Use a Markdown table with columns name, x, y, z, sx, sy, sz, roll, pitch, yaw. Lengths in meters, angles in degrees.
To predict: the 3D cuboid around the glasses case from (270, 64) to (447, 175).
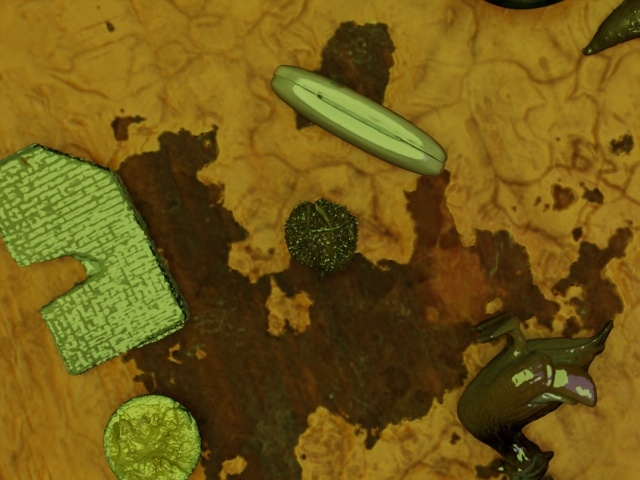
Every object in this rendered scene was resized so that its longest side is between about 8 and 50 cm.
| name | x | y | z | sx | sy | sz | roll | pitch | yaw |
| --- | --- | --- | --- | --- | --- | --- | --- | --- | --- |
| glasses case | 0.040 | -0.125 | 1.811 | 0.204 | 0.081 | 0.051 | 28 | 91 | 0 |

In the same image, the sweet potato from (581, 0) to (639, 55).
| name | x | y | z | sx | sy | sz | roll | pitch | yaw |
| --- | --- | --- | --- | --- | --- | --- | --- | --- | --- |
| sweet potato | 0.366 | -0.243 | 1.802 | 0.206 | 0.060 | 0.068 | -23 | 56 | 13 |

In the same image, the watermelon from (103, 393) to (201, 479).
| name | x | y | z | sx | sy | sz | roll | pitch | yaw |
| --- | --- | --- | --- | --- | --- | --- | --- | --- | --- |
| watermelon | -0.178 | 0.212 | 1.839 | 0.105 | 0.062 | 0.105 | 0 | 96 | -3 |

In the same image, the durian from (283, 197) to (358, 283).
| name | x | y | z | sx | sy | sz | roll | pitch | yaw |
| --- | --- | --- | --- | --- | --- | --- | --- | --- | --- |
| durian | 0.000 | 0.000 | 1.819 | 0.080 | 0.080 | 0.091 | 6 | 95 | 3 |

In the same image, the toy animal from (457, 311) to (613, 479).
| name | x | y | z | sx | sy | sz | roll | pitch | yaw |
| --- | --- | --- | --- | --- | --- | --- | --- | --- | --- |
| toy animal | 0.234 | 0.158 | 1.808 | 0.188 | 0.089 | 0.179 | -22 | 95 | 3 |

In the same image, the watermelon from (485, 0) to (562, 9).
| name | x | y | z | sx | sy | sz | roll | pitch | yaw |
| --- | --- | --- | --- | --- | --- | --- | --- | --- | --- |
| watermelon | 0.199 | -0.326 | 1.743 | 0.215 | 0.188 | 0.188 | -10 | 91 | -3 |

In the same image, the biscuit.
| name | x | y | z | sx | sy | sz | roll | pitch | yaw |
| --- | --- | --- | --- | --- | --- | --- | --- | --- | --- |
| biscuit | -0.256 | 0.010 | 1.846 | 0.147 | 0.046 | 0.250 | -28 | 91 | 5 |

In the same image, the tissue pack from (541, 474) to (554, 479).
| name | x | y | z | sx | sy | sz | roll | pitch | yaw |
| --- | --- | --- | --- | --- | --- | --- | --- | --- | --- |
| tissue pack | 0.244 | 0.389 | 1.775 | 0.136 | 0.159 | 0.246 | -30 | 91 | 5 |
